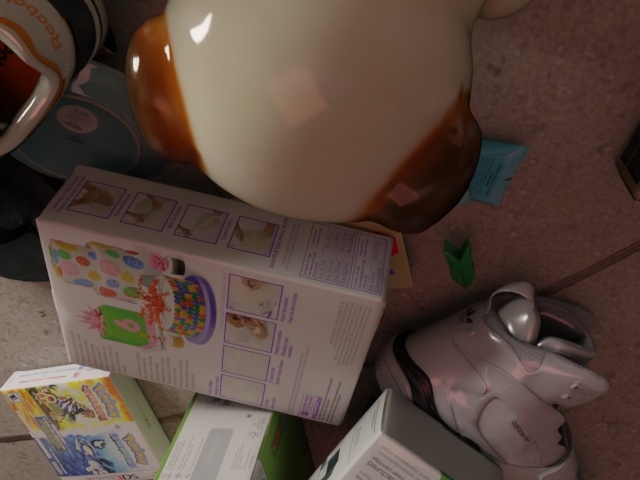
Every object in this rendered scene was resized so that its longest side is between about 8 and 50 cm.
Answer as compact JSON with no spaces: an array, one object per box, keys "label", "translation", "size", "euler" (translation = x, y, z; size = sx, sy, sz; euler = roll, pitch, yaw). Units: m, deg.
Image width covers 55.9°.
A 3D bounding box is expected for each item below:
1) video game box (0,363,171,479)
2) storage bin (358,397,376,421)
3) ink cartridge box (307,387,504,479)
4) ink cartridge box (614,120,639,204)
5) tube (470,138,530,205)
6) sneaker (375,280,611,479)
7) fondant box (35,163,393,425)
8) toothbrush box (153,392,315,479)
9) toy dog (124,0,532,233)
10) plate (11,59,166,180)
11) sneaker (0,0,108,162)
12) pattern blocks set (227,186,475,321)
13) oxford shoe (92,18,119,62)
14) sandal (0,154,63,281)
[{"label":"video game box","translation":[-0.333,0.271,0.883],"size":[0.187,0.048,0.205],"euler":[-12,117,14]},{"label":"storage bin","translation":[0.101,0.271,0.757],"size":[0.091,0.135,0.098],"euler":[13,120,-9]},{"label":"ink cartridge box","translation":[0.068,0.287,0.636],"size":[0.153,0.087,0.208],"euler":[35,111,0]},{"label":"ink cartridge box","translation":[0.412,-0.088,0.508],"size":[0.234,0.088,0.193],"euler":[21,123,-2]},{"label":"tube","translation":[0.091,-0.083,0.598],"size":[0.207,0.052,0.080],"euler":[12,144,1]},{"label":"sneaker","translation":[0.251,0.203,0.676],"size":[0.366,0.137,0.210],"euler":[44,121,-11]},{"label":"fondant box","translation":[-0.110,0.070,0.652],"size":[0.330,0.096,0.238],"euler":[13,135,-1]},{"label":"toothbrush box","translation":[-0.089,0.333,0.777],"size":[0.122,0.206,0.283],"euler":[-5,119,13]},{"label":"toy dog","translation":[0.044,-0.204,0.352],"size":[0.284,0.395,0.408],"euler":[13,115,-10]},{"label":"plate","translation":[-0.247,-0.108,0.613],"size":[0.188,0.024,0.188],"euler":[0,146,0]},{"label":"sneaker","translation":[-0.320,-0.104,0.504],"size":[0.321,0.127,0.126],"euler":[-35,116,25]},{"label":"pattern blocks set","translation":[0.000,0.000,0.645],"size":[0.325,0.026,0.285],"euler":[2,133,12]},{"label":"oxford shoe","translation":[-0.253,-0.320,0.493],"size":[0.132,0.130,0.364],"euler":[1,129,3]},{"label":"sandal","translation":[-0.475,-0.068,0.679],"size":[0.446,0.107,0.167],"euler":[29,120,-5]}]
